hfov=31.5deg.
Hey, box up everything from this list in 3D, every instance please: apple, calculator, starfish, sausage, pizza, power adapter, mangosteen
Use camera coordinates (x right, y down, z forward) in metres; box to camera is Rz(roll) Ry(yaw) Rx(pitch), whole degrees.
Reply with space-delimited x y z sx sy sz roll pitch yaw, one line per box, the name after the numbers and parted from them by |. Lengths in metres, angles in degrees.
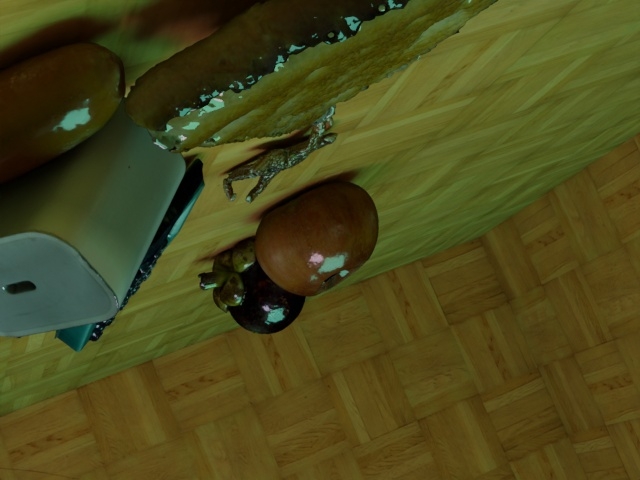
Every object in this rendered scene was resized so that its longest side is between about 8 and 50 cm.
0.000 0.000 2.058 0.210 0.173 0.235 -14 167 -47 | apple
-0.261 0.030 1.560 0.274 0.058 0.248 -54 -177 -24 | calculator
-0.054 -0.125 1.638 0.210 0.053 0.150 -36 177 42 | starfish
-0.274 -0.103 1.004 0.238 0.098 0.098 -27 171 16 | sausage
0.052 -0.218 1.110 0.392 0.080 0.435 -31 178 23 | pizza
-0.239 -0.044 1.096 0.187 0.124 0.255 -11 -140 30 | power adapter
-0.137 0.089 2.272 0.217 0.192 0.192 6 157 -28 | mangosteen
